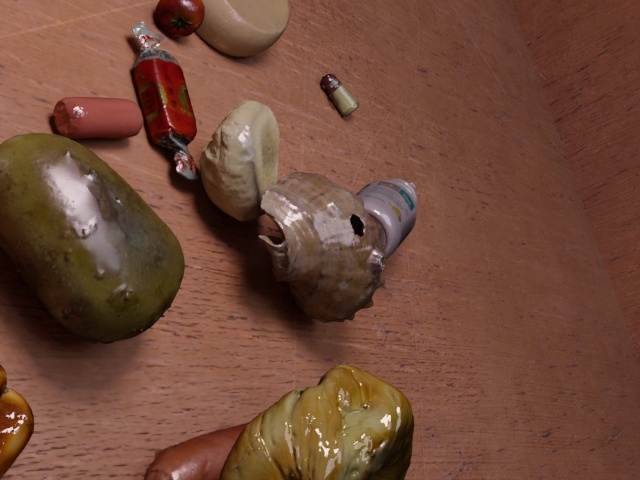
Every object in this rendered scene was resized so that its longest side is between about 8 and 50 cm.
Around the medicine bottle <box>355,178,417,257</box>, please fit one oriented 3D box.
[{"bbox_3d":[0.123,-0.050,1.876,0.135,0.135,0.215,58,33,-8],"label":"medicine bottle"}]

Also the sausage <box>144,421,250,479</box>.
[{"bbox_3d":[-0.097,0.304,1.342,0.419,0.094,0.094,-3,51,-55],"label":"sausage"}]

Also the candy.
[{"bbox_3d":[-0.257,-0.232,1.532,0.086,0.059,0.292,5,63,-53],"label":"candy"}]

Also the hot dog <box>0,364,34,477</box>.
[{"bbox_3d":[-0.408,0.248,0.935,0.135,0.100,0.337,58,32,-24],"label":"hot dog"}]

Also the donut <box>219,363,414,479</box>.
[{"bbox_3d":[-0.007,0.337,1.249,0.170,0.361,0.360,26,22,24],"label":"donut"}]

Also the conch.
[{"bbox_3d":[0.011,-0.002,1.573,0.324,0.186,0.263,54,22,-69],"label":"conch"}]

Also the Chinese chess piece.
[{"bbox_3d":[-0.176,-0.489,1.797,0.273,0.102,0.273,33,45,-40],"label":"Chinese chess piece"}]

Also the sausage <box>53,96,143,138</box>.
[{"bbox_3d":[-0.330,-0.184,1.389,0.154,0.062,0.062,-10,76,-57],"label":"sausage"}]

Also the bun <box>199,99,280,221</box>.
[{"bbox_3d":[-0.142,-0.133,1.548,0.222,0.127,0.223,2,90,-80],"label":"bun"}]

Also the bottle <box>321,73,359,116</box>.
[{"bbox_3d":[0.039,-0.325,2.044,0.101,0.047,0.063,50,7,-13],"label":"bottle"}]

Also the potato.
[{"bbox_3d":[-0.307,-0.002,1.189,0.307,0.173,0.210,52,36,-14],"label":"potato"}]

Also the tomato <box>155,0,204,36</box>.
[{"bbox_3d":[-0.250,-0.411,1.651,0.087,0.087,0.075,37,39,-36],"label":"tomato"}]
